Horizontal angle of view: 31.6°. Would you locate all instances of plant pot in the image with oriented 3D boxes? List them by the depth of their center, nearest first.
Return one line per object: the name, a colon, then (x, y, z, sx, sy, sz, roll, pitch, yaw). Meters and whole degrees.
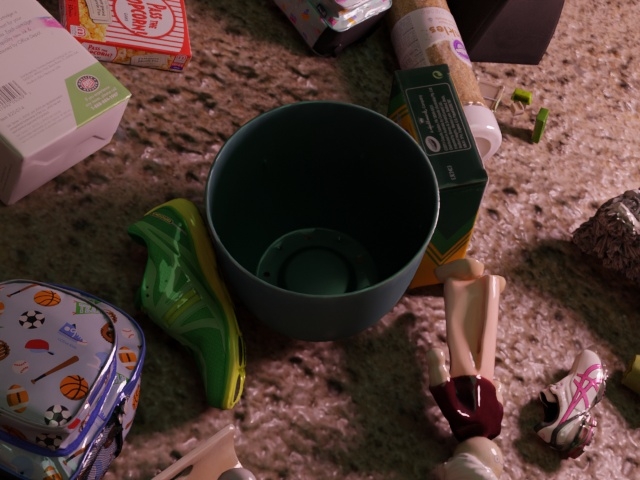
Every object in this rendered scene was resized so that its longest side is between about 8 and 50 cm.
plant pot: (0.000, 0.000, 1.504, 0.293, 0.235, 0.293, 1, 60, -1)
plant pot: (0.514, 0.217, 1.756, 0.079, 0.083, 0.083, 26, 48, 7)
plant pot: (0.340, -0.451, 2.080, 0.187, 0.167, 0.188, -2, 57, -29)

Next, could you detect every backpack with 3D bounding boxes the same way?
backpack: (-0.327, 0.163, 1.268, 0.276, 0.213, 0.263, 24, 36, 2)
backpack: (0.011, -0.428, 1.910, 0.166, 0.144, 0.188, -35, 74, -34)

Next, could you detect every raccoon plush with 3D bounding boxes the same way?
raccoon plush: (0.572, 0.108, 1.787, 0.299, 0.216, 0.446, 8, 54, -13)

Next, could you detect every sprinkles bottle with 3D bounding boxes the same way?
sprinkles bottle: (0.197, -0.292, 1.922, 0.121, 0.121, 0.355, 0, 57, -27)

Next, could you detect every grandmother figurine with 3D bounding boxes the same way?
grandmother figurine: (0.209, 0.199, 1.563, 0.208, 0.104, 0.342, 24, 56, -40)

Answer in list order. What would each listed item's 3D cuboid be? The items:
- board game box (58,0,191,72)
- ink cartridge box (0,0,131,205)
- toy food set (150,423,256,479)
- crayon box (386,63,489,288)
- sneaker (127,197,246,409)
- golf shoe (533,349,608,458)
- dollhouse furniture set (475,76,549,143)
board game box: (-0.303, -0.339, 1.745, 0.193, 0.045, 0.146, 4, 56, -25)
ink cartridge box: (-0.462, -0.243, 1.545, 0.353, 0.119, 0.207, 45, 50, 6)
toy food set: (-0.086, 0.387, 1.306, 0.220, 0.092, 0.306, -32, 75, -40)
crayon box: (0.152, -0.072, 1.637, 0.083, 0.323, 0.203, -10, 60, -8)
sneaker: (-0.176, 0.091, 1.484, 0.123, 0.109, 0.295, -19, 70, -5)
golf shoe: (0.371, 0.227, 1.674, 0.086, 0.067, 0.186, 30, 49, -4)
dollhouse furniture set: (0.327, -0.229, 2.009, 0.152, 0.058, 0.076, 20, 55, 11)
